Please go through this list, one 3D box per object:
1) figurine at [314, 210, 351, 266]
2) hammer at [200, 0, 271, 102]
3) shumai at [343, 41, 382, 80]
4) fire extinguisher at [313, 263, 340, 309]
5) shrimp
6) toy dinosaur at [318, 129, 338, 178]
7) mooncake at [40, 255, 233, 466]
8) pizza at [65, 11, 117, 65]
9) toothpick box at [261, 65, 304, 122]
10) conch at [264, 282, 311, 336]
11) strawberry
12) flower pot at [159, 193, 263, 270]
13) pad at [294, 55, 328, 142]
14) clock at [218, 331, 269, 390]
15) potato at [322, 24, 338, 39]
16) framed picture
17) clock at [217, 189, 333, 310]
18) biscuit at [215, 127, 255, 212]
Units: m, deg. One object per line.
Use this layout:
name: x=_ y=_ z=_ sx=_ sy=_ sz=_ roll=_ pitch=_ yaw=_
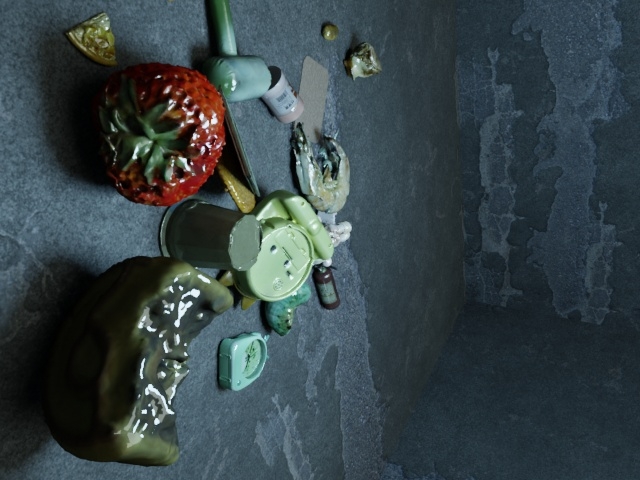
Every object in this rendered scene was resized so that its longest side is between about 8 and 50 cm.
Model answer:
figurine: x=-0.008 y=-0.007 z=1.911 sx=0.257 sy=0.145 sz=0.181 roll=-39 pitch=151 yaw=-53
hammer: x=-0.236 y=-0.526 z=1.394 sx=0.206 sy=0.119 sz=0.335 roll=-34 pitch=120 yaw=-55
shumai: x=0.150 y=-0.651 z=2.026 sx=0.116 sy=0.146 sz=0.145 roll=-46 pitch=139 yaw=-19
fire extinguisher: x=0.031 y=0.159 z=2.046 sx=0.071 sy=0.099 sz=0.231 roll=-57 pitch=144 yaw=-43
shrimp: x=0.006 y=-0.256 z=1.854 sx=0.247 sy=0.085 sz=0.360 roll=-49 pitch=127 yaw=-31
toy dinosaur: x=0.041 y=-0.276 z=1.991 sx=0.167 sy=0.053 sz=0.242 roll=37 pitch=65 yaw=-59
mooncake: x=-0.353 y=0.239 z=1.091 sx=0.393 sy=0.394 sz=0.246 roll=-37 pitch=141 yaw=4
pizza: x=-0.454 y=-0.421 z=1.108 sx=0.123 sy=0.026 sz=0.108 roll=26 pitch=73 yaw=-59
toothpick box: x=-0.123 y=-0.430 z=1.613 sx=0.149 sy=0.098 sz=0.098 roll=45 pitch=59 yaw=-54
conch: x=-0.110 y=0.202 z=1.790 sx=0.188 sy=0.122 sz=0.175 roll=-55 pitch=162 yaw=-35
strawberry: x=-0.337 y=-0.238 z=1.178 sx=0.351 sy=0.267 sz=0.312 roll=-87 pitch=-160 yaw=-64
flower pot: x=-0.262 y=-0.006 z=1.390 sx=0.212 sy=0.203 sz=0.212 roll=-32 pitch=127 yaw=-58
pad: x=-0.029 y=-0.477 z=1.864 sx=0.176 sy=0.002 sz=0.266 roll=7 pitch=92 yaw=-61
clock: x=-0.226 y=0.360 z=1.680 sx=0.211 sy=0.066 sz=0.159 roll=-13 pitch=109 yaw=-59
potato: x=0.035 y=-0.716 z=1.873 sx=0.083 sy=0.040 sz=0.051 roll=-38 pitch=124 yaw=-52
framed picture: x=-0.204 y=-0.237 z=1.376 sx=0.293 sy=0.018 sz=0.231 roll=118 pitch=-46 yaw=-85
clock: x=-0.138 y=0.049 z=1.620 sx=0.348 sy=0.117 sz=0.286 roll=-48 pitch=132 yaw=-16
biscuit: x=-0.234 y=-0.189 z=1.429 sx=0.254 sy=0.035 sz=0.253 roll=-20 pitch=90 yaw=-83
